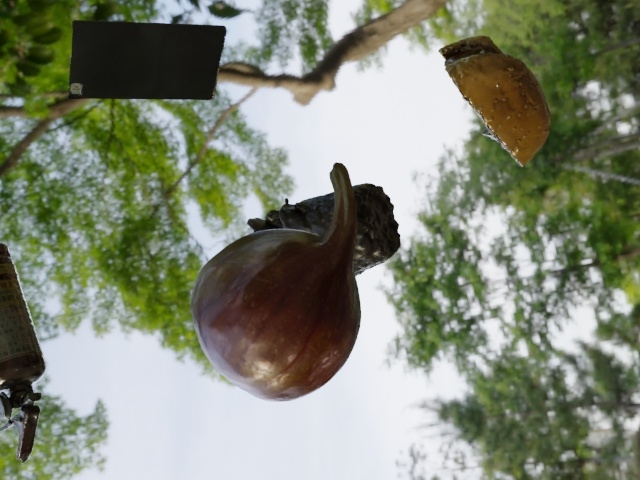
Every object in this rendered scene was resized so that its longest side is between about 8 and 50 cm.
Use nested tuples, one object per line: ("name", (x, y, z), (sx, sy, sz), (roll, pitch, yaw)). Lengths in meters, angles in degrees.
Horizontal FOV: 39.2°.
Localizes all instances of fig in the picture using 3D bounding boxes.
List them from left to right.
("fig", (-0.023, 0.048, 0.869), (0.175, 0.207, 0.175), (41, -159, -19))

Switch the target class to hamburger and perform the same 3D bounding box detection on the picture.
("hamburger", (0.324, -0.249, 1.589), (0.262, 0.131, 0.124), (46, -157, -35))

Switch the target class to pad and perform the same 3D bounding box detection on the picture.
("pad", (-0.219, -0.225, 1.138), (0.116, 0.193, 0.004), (107, 151, -42))

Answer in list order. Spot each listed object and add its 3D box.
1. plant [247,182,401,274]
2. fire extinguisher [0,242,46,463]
("plant", (0.000, 0.000, 1.202), (0.131, 0.203, 0.142), (-21, -95, -57))
("fire extinguisher", (-0.374, 0.135, 1.076), (0.075, 0.106, 0.252), (-16, -107, -27))
